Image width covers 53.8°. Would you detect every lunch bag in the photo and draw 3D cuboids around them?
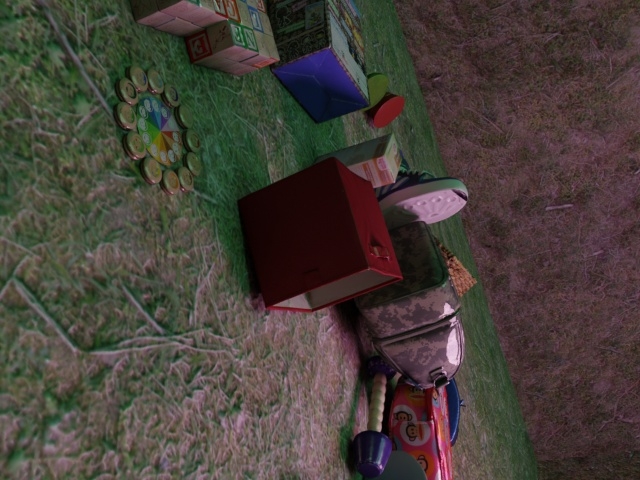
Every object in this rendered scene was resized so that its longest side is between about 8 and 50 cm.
[{"bbox_3d":[0.236,0.455,1.451,0.258,0.120,0.293,-6,91,-75],"label":"lunch bag"},{"bbox_3d":[0.200,0.145,1.391,0.305,0.212,0.256,-97,162,-62],"label":"lunch bag"}]

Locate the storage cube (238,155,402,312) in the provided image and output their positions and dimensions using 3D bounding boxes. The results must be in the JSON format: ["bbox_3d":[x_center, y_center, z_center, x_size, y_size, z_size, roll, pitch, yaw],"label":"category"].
[{"bbox_3d":[0.000,0.000,1.065,0.183,0.214,0.193,19,53,-64],"label":"storage cube"}]

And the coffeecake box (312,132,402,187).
[{"bbox_3d":[0.074,-0.156,1.370,0.068,0.185,0.142,67,23,-21],"label":"coffeecake box"}]

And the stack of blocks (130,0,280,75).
[{"bbox_3d":[-0.182,-0.376,1.009,0.297,0.087,0.171,-18,94,-69],"label":"stack of blocks"}]

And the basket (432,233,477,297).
[{"bbox_3d":[0.297,0.099,1.891,0.213,0.223,0.299,49,8,29],"label":"basket"}]

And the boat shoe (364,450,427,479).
[{"bbox_3d":[0.168,0.569,1.167,0.367,0.135,0.157,-106,-176,-63],"label":"boat shoe"}]

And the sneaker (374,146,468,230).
[{"bbox_3d":[0.199,-0.154,1.505,0.130,0.322,0.236,30,54,-37],"label":"sneaker"}]

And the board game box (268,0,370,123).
[{"bbox_3d":[-0.004,-0.460,1.435,0.232,0.141,0.291,40,40,-56],"label":"board game box"}]

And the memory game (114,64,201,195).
[{"bbox_3d":[-0.220,-0.152,0.877,0.186,0.012,0.186,-15,90,-69],"label":"memory game"}]

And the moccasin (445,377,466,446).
[{"bbox_3d":[0.325,0.399,1.709,0.117,0.137,0.342,56,29,-49],"label":"moccasin"}]

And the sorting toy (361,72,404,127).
[{"bbox_3d":[0.124,-0.458,1.856,0.126,0.127,0.365,52,14,26],"label":"sorting toy"}]

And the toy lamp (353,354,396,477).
[{"bbox_3d":[0.115,0.356,1.291,0.080,0.080,0.275,64,25,-28],"label":"toy lamp"}]
